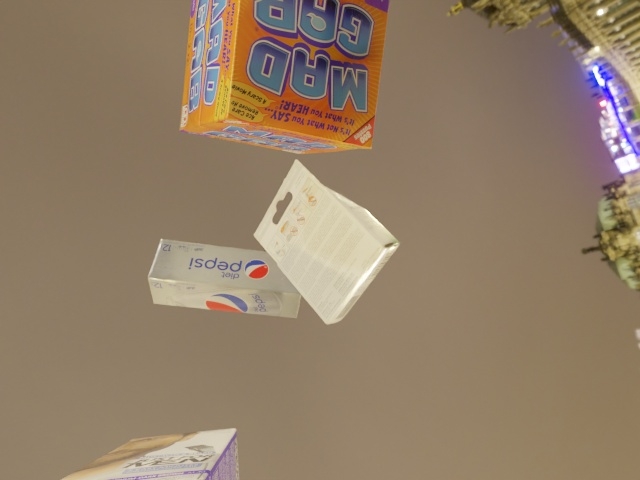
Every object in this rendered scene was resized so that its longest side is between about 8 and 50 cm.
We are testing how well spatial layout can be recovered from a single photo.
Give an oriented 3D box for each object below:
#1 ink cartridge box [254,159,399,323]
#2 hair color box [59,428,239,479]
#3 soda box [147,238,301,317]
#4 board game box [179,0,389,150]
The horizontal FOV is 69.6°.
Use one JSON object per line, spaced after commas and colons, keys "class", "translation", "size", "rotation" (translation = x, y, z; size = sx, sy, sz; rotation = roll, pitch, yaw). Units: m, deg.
{"class": "ink cartridge box", "translation": [0.000, 0.000, 0.788], "size": [0.056, 0.181, 0.225], "rotation": [-6, -134, -51]}
{"class": "hair color box", "translation": [-0.218, 0.341, 0.622], "size": [0.185, 0.339, 0.110], "rotation": [-4, -105, -6]}
{"class": "soda box", "translation": [-0.179, 0.077, 0.904], "size": [0.286, 0.091, 0.098], "rotation": [6, -131, -5]}
{"class": "board game box", "translation": [-0.100, -0.417, 1.101], "size": [0.356, 0.356, 0.357], "rotation": [4, -85, -32]}
